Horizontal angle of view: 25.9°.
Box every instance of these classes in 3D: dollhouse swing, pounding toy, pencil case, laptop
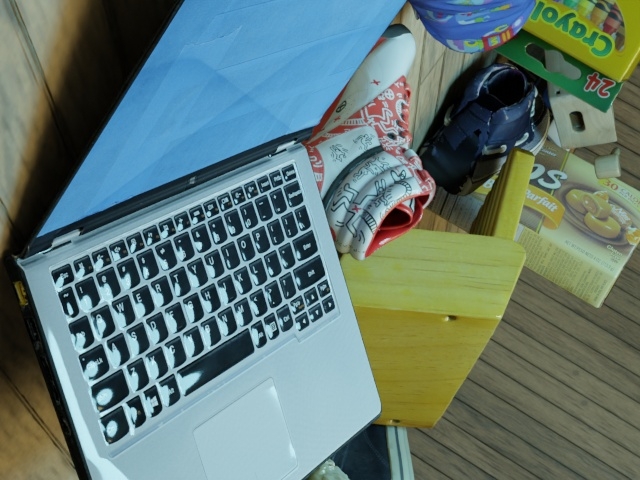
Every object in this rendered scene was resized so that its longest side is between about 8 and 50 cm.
[{"bbox_3d":[0.108,0.042,1.861,0.347,0.315,0.305,108,-14,-59],"label":"dollhouse swing"},{"bbox_3d":[0.376,-0.174,2.006,0.181,0.094,0.206,61,24,-54],"label":"pounding toy"},{"bbox_3d":[0.127,-0.254,1.287,0.306,0.133,0.119,6,74,-77],"label":"pencil case"},{"bbox_3d":[-0.005,-0.004,1.000,0.382,0.236,0.408,-29,105,-57],"label":"laptop"}]

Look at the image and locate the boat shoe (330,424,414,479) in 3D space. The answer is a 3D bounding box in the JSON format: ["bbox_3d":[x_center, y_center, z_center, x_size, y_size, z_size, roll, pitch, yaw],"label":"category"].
[{"bbox_3d":[0.032,0.295,2.043,0.500,0.156,0.186,-98,-163,-71],"label":"boat shoe"}]

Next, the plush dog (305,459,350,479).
[{"bbox_3d":[-0.097,0.264,1.616,0.225,0.211,0.262,-28,121,-41],"label":"plush dog"}]

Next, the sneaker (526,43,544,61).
[{"bbox_3d":[0.349,-0.352,2.024,0.235,0.090,0.095,116,-10,-52],"label":"sneaker"}]

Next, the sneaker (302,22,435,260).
[{"bbox_3d":[0.060,-0.092,1.344,0.270,0.145,0.090,-50,165,-35],"label":"sneaker"}]

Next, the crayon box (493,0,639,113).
[{"bbox_3d":[0.358,-0.344,1.780,0.318,0.202,0.081,-63,166,17],"label":"crayon box"}]

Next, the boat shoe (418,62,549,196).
[{"bbox_3d":[0.270,-0.187,1.977,0.340,0.127,0.158,-41,167,-52],"label":"boat shoe"}]

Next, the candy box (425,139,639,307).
[{"bbox_3d":[0.329,-0.056,2.092,0.183,0.316,0.087,-49,163,-38],"label":"candy box"}]

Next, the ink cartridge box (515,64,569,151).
[{"bbox_3d":[0.384,-0.276,2.167,0.332,0.065,0.165,-65,-150,21],"label":"ink cartridge box"}]
